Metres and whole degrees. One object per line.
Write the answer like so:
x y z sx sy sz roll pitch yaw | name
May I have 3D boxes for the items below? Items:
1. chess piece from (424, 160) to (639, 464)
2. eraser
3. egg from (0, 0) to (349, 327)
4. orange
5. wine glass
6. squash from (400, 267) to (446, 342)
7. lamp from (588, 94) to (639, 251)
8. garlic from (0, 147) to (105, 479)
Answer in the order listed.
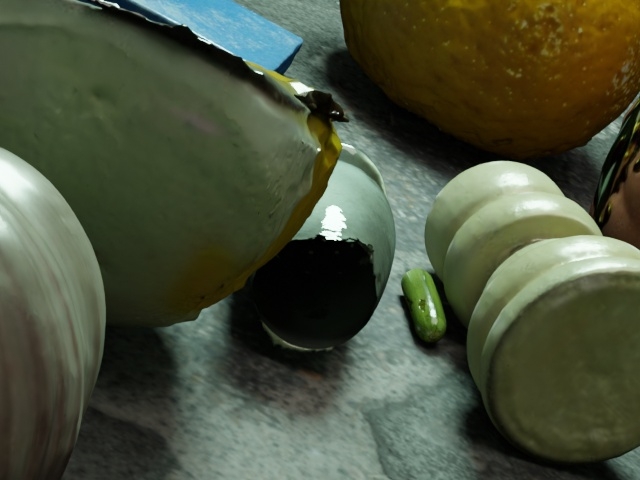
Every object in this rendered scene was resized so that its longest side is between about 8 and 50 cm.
0.167 0.029 1.470 0.167 0.167 0.300 18 21 -21 | chess piece
-0.175 -0.231 1.790 0.312 0.043 0.144 28 24 3 | eraser
-0.153 -0.053 1.231 0.337 0.201 0.337 21 -3 1 | egg
0.188 -0.254 1.905 0.340 0.293 0.340 24 21 -10 | orange
0.000 0.000 1.398 0.111 0.111 0.204 24 20 -7 | wine glass
0.082 0.053 1.482 0.027 0.027 0.083 19 23 -18 | squash
0.367 -0.038 1.634 0.239 0.305 0.305 25 23 -2 | lamp
-0.255 0.064 0.826 0.317 0.259 0.317 -8 8 1 | garlic
